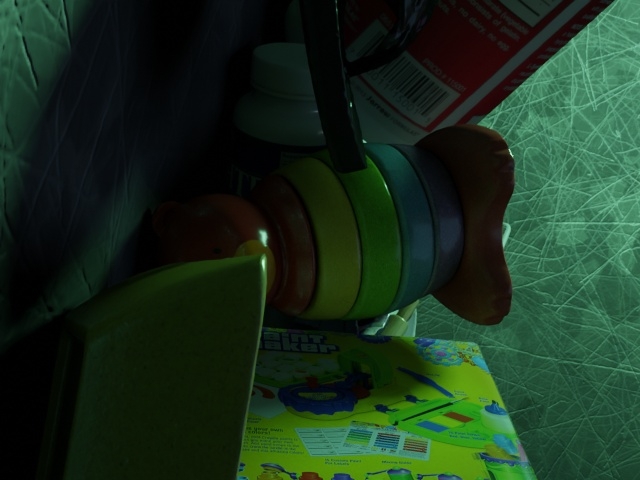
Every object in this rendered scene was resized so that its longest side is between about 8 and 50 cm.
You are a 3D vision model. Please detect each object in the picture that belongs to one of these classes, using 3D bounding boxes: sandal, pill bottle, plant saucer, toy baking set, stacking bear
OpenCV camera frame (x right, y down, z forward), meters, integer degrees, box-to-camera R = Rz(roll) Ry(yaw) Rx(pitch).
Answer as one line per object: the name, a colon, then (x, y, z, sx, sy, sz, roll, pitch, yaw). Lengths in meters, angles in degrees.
sandal: (0.032, -0.270, 0.912, 0.167, 0.107, 0.446, 66, 20, -67)
pill bottle: (0.172, -0.282, 1.136, 0.407, 0.229, 0.229, -42, -172, 28)
pill bottle: (-0.031, -0.085, 1.105, 0.112, 0.112, 0.187, -56, 156, -63)
plant saucer: (-0.128, 0.169, 0.696, 0.332, 0.080, 0.333, 171, -72, -75)
toy baking set: (0.064, 0.143, 1.538, 0.256, 0.030, 0.197, -55, -176, -22)
stacking bear: (0.000, 0.000, 0.991, 0.164, 0.289, 0.176, 29, -55, 58)

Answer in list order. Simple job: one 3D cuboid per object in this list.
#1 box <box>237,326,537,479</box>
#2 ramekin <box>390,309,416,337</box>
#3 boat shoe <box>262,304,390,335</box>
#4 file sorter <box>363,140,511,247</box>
box: (0.005, 0.212, 0.962, 0.279, 0.289, 0.177, -101, -162, -66)
ramekin: (0.059, 0.224, 1.877, 0.277, 0.135, 0.277, 13, 90, -80)
boat shoe: (0.025, 0.039, 1.413, 0.340, 0.158, 0.127, -56, 157, -62)
file sorter: (0.143, -0.096, 1.586, 0.193, 0.173, 0.278, -52, 132, -60)
